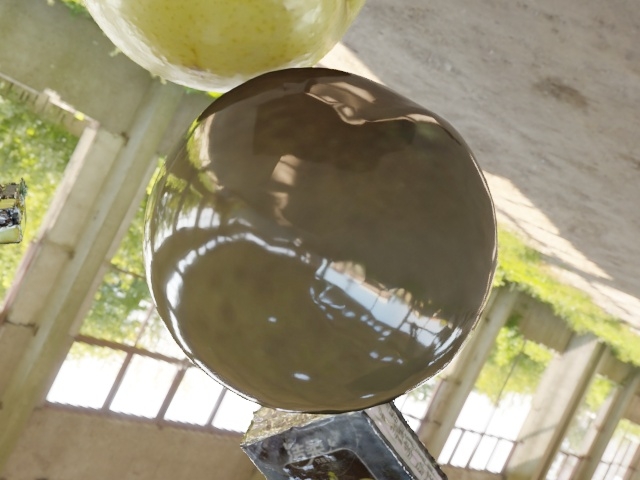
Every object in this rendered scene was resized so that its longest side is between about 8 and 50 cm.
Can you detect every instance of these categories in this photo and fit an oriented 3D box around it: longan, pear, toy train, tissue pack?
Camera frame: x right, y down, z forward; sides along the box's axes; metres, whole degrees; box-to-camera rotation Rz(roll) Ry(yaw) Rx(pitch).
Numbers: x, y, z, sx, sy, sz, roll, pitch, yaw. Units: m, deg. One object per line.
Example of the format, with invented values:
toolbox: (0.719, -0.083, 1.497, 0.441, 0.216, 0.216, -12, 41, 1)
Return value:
longan: (0.000, 0.000, 0.551, 0.258, 0.258, 0.258, 26, 179, 0)
pear: (-0.093, -0.325, 0.794, 0.348, 0.348, 0.348, 26, 179, 0)
toy train: (-0.485, -0.043, 1.191, 0.060, 0.081, 0.202, -5, -162, -17)
tissue pack: (0.043, 0.272, 0.877, 0.235, 0.173, 0.073, 56, -151, -20)
